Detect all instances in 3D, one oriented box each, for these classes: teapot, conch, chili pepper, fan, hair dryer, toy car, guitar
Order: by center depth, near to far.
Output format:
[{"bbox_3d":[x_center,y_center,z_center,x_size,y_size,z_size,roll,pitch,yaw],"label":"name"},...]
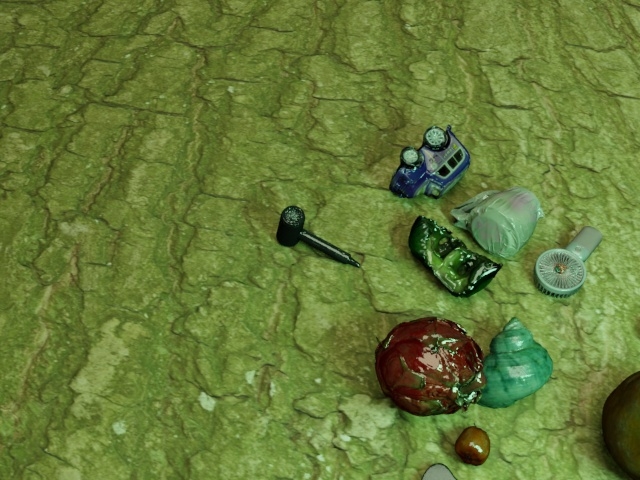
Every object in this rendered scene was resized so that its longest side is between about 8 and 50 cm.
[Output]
[{"bbox_3d":[0.348,0.600,1.639,0.271,0.038,0.084,30,66,21],"label":"guitar"},{"bbox_3d":[0.459,0.293,1.767,0.196,0.134,0.202,7,59,7],"label":"conch"},{"bbox_3d":[0.662,0.050,1.944,0.130,0.074,0.244,35,66,23],"label":"fan"},{"bbox_3d":[0.340,0.047,1.957,0.148,0.116,0.264,-43,64,-8],"label":"chili pepper"},{"bbox_3d":[0.000,0.000,1.998,0.255,0.128,0.070,27,62,7],"label":"hair dryer"},{"bbox_3d":[0.493,-0.057,2.000,0.178,0.221,0.163,-36,101,-28],"label":"teapot"},{"bbox_3d":[0.310,-0.200,2.078,0.235,0.172,0.158,-40,78,-15],"label":"toy car"}]

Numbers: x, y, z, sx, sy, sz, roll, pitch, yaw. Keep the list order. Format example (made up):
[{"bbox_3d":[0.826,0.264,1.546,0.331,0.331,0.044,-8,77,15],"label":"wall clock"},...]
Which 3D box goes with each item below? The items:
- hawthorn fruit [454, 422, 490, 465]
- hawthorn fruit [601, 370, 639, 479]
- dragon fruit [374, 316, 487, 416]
[{"bbox_3d":[0.357,0.468,1.699,0.081,0.081,0.093,25,50,18],"label":"hawthorn fruit"},{"bbox_3d":[0.748,0.411,1.611,0.268,0.301,0.268,0,89,3],"label":"hawthorn fruit"},{"bbox_3d":[0.258,0.290,1.710,0.244,0.244,0.299,-47,28,-23],"label":"dragon fruit"}]
